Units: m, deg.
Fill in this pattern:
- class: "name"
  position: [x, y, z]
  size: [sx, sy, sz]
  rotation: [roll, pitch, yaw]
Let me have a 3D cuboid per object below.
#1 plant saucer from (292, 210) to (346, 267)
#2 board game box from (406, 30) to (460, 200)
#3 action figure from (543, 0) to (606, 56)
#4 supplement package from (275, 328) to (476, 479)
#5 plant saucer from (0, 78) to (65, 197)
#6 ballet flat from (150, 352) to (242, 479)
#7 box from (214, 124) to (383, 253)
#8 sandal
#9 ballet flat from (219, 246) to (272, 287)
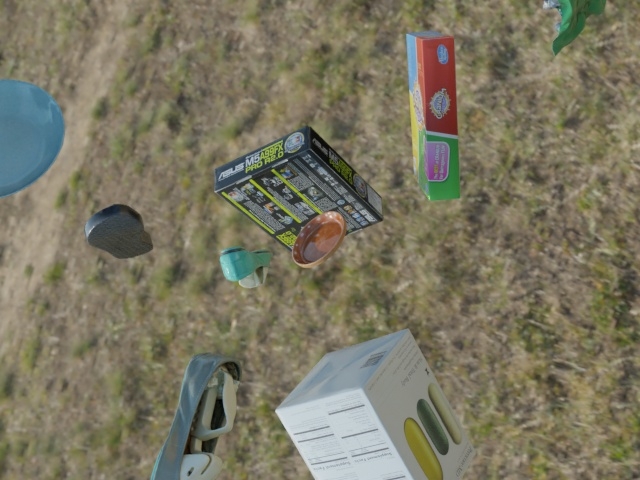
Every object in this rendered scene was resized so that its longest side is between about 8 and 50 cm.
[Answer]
- class: "plant saucer"
  position: [0.000, 0.000, 1.160]
  size: [0.083, 0.013, 0.084]
  rotation: [-29, 38, 25]
- class: "board game box"
  position: [0.230, -0.262, 1.888]
  size: [0.242, 0.064, 0.317]
  rotation: [-97, 2, -75]
- class: "action figure"
  position: [0.394, -0.387, 1.444]
  size: [0.063, 0.232, 0.137]
  rotation: [36, 93, 19]
- class: "supplement package"
  position: [0.100, 0.331, 1.591]
  size: [0.198, 0.199, 0.263]
  rotation: [-22, 102, 36]
- class: "plant saucer"
  position: [-0.441, -0.131, 1.258]
  size: [0.037, 0.194, 0.195]
  rotation: [87, 180, -63]
- class: "ballet flat"
  position: [-0.133, 0.221, 1.006]
  size: [0.068, 0.072, 0.213]
  rotation: [-4, 58, 28]
- class: "box"
  position: [-0.037, -0.087, 1.759]
  size: [0.216, 0.270, 0.060]
  rotation: [-22, 51, 26]
- class: "sandal"
  position: [-0.347, -0.020, 1.567]
  size: [0.254, 0.097, 0.055]
  rotation: [109, 145, -76]
- class: "ballet flat"
  position: [-0.159, 0.062, 2.011]
  size: [0.083, 0.247, 0.087]
  rotation: [-13, 86, 12]
